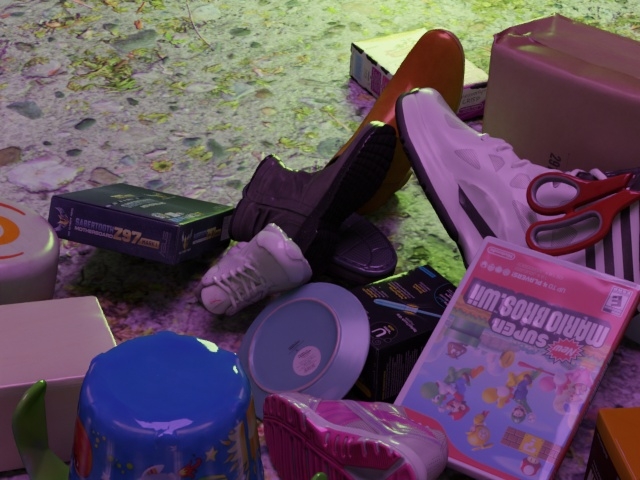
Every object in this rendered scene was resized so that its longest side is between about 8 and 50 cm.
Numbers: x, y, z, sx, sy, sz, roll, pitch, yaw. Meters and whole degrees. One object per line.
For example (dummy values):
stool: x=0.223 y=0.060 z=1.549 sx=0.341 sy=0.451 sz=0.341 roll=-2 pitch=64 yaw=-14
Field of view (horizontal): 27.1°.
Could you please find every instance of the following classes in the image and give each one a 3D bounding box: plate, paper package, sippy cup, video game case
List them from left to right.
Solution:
sippy cup: x=-0.156 y=0.225 z=1.354 sx=0.305 sy=0.224 sz=0.240 roll=-4 pitch=35 yaw=-12
plate: x=-0.028 y=0.130 z=1.590 sx=0.188 sy=0.024 sz=0.188 roll=-18 pitch=52 yaw=24
video game case: x=0.220 y=0.140 z=1.525 sx=0.204 sy=0.025 sz=0.285 roll=19 pitch=65 yaw=28
paper package: x=0.379 y=-0.106 z=1.813 sx=0.309 sy=0.325 sz=0.168 roll=26 pitch=38 yaw=32

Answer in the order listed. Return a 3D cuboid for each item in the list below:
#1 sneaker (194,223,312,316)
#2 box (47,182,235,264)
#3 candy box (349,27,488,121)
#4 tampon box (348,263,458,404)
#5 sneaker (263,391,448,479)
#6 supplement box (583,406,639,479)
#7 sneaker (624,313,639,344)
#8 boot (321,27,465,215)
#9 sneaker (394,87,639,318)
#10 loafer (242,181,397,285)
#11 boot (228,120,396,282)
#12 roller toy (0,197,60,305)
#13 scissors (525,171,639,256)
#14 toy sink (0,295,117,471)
sneaker: x=-0.093 y=0.052 z=1.690 sx=0.115 sy=0.232 sz=0.090 roll=-39 pitch=94 yaw=-25
box: x=-0.238 y=-0.027 z=1.802 sx=0.183 sy=0.059 sz=0.232 roll=12 pitch=9 yaw=14
candy box: x=0.174 y=-0.281 z=2.292 sx=0.159 sy=0.071 sz=0.233 roll=-16 pitch=37 yaw=-26
tampon box: x=0.099 y=0.119 z=1.649 sx=0.161 sy=0.102 sz=0.120 roll=-18 pitch=38 yaw=-28
sneaker: x=0.039 y=0.227 z=1.468 sx=0.252 sy=0.103 sz=0.111 roll=18 pitch=23 yaw=42
supplement box: x=0.373 y=0.280 z=1.345 sx=0.191 sy=0.194 sz=0.129 roll=-2 pitch=34 yaw=-9
sneaker: x=0.468 y=0.144 z=1.655 sx=0.255 sy=0.094 sz=0.151 roll=17 pitch=38 yaw=22
boot: x=0.094 y=-0.152 z=1.892 sx=0.104 sy=0.295 sz=0.211 roll=34 pitch=33 yaw=19
sneaker: x=0.284 y=-0.059 z=1.722 sx=0.257 sy=0.169 sz=0.448 roll=-30 pitch=61 yaw=7
loafer: x=0.000 y=0.000 z=1.846 sx=0.267 sy=0.084 sz=0.096 roll=33 pitch=48 yaw=32
boot: x=-0.020 y=-0.079 z=1.767 sx=0.161 sy=0.247 sz=0.083 roll=36 pitch=5 yaw=34
roller toy: x=-0.428 y=0.046 z=1.672 sx=0.209 sy=0.146 sz=0.191 roll=7 pitch=30 yaw=-14
scissors: x=0.383 y=-0.059 z=1.580 sx=0.297 sy=0.021 sz=0.109 roll=-15 pitch=65 yaw=14
toy sink: x=-0.351 y=0.169 z=1.506 sx=0.234 sy=0.131 sz=0.153 roll=-6 pitch=34 yaw=-23
